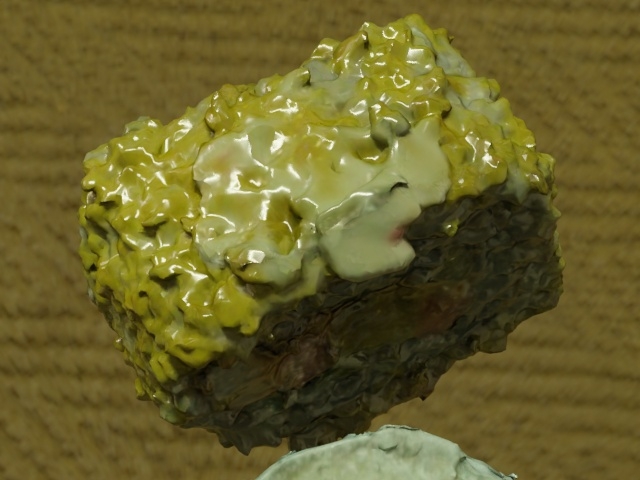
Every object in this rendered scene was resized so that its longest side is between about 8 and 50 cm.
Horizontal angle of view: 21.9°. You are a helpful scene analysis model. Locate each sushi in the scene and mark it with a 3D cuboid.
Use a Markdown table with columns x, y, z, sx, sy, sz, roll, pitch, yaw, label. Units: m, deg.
| x | y | z | sx | sy | sz | roll | pitch | yaw | label |
| --- | --- | --- | --- | --- | --- | --- | --- | --- | --- |
| 0.000 | 0.000 | 1.404 | 0.396 | 0.351 | 0.240 | -27 | 62 | -10 | sushi |

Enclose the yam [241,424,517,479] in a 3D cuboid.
| x | y | z | sx | sy | sz | roll | pitch | yaw | label |
| --- | --- | --- | --- | --- | --- | --- | --- | --- | --- |
| 0.005 | 0.231 | 0.871 | 0.241 | 0.348 | 0.241 | 3 | 76 | -13 | yam |
